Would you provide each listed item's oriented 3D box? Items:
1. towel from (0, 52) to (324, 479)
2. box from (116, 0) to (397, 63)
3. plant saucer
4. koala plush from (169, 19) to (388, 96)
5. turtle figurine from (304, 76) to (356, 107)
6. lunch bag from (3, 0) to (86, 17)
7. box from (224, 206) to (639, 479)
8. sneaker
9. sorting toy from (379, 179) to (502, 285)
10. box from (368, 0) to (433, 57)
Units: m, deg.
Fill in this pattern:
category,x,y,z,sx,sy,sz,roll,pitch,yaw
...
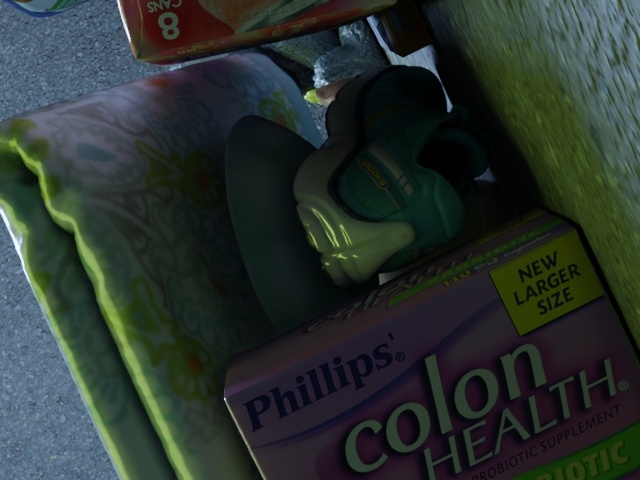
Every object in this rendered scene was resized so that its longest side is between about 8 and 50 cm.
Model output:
category,x,y,z,sx,sy,sz,roll,pitch,yaw
towel,-0.049,0.060,0.951,0.374,0.090,0.320,66,-155,-4
box,-0.054,-0.194,0.868,0.300,0.154,0.142,-125,22,-82
plant saucer,0.000,0.000,0.928,0.195,0.037,0.195,52,-153,-41
koala plush,-0.050,-0.177,1.494,0.203,0.221,0.196,64,-178,20
turtle figurine,0.051,-0.044,1.306,0.087,0.269,0.217,-24,77,51
lunch bag,-0.190,-0.293,1.028,0.115,0.243,0.303,63,-167,15
box,0.093,0.138,0.802,0.117,0.213,0.243,-102,-14,-84
sneaker,0.065,-0.050,0.924,0.275,0.110,0.107,-69,-41,-62
sorting toy,0.064,0.061,1.142,0.089,0.257,0.255,-29,-65,-46
box,0.045,-0.180,1.009,0.081,0.028,0.136,63,179,-12
